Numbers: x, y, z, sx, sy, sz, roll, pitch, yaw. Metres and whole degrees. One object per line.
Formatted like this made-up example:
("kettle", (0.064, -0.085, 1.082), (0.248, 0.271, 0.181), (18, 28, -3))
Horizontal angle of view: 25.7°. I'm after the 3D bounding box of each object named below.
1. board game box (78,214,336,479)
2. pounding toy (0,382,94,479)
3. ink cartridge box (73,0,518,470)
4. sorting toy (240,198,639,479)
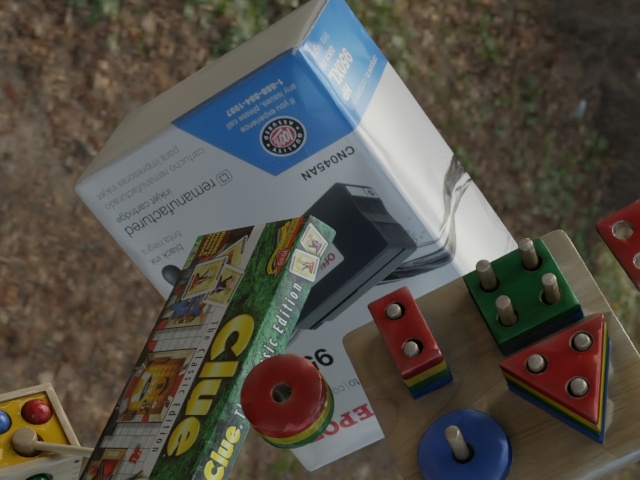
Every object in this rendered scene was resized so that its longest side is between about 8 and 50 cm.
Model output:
("board game box", (-0.086, 0.103, 0.909), (0.030, 0.136, 0.259), (40, 61, -31))
("pounding toy", (-0.332, 0.239, 1.620), (0.130, 0.141, 0.100), (-12, 141, -30))
("ink cartridge box", (0.000, 0.000, 1.394), (0.395, 0.285, 0.166), (52, 28, -18))
("sorting toy", (0.097, 0.061, 0.699), (0.274, 0.132, 0.046), (-26, 145, 2))
